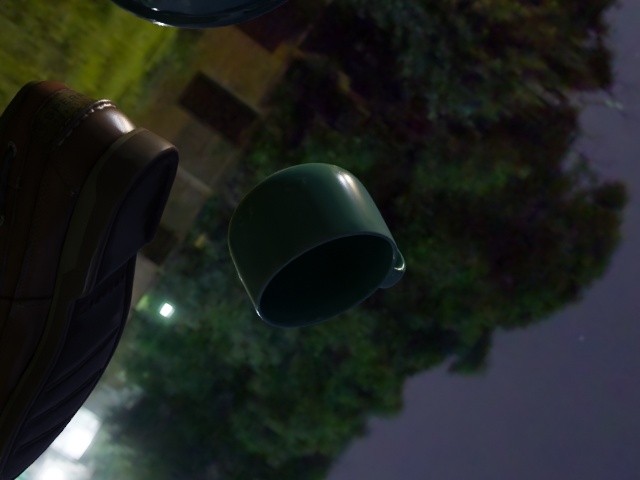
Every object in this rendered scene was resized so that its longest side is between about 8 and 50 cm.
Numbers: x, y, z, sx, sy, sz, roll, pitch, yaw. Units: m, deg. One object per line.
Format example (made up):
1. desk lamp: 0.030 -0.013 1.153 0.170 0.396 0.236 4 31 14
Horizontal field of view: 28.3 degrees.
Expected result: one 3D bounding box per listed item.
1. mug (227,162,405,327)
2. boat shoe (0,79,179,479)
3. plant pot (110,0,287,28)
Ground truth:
1. mug: -0.009 0.003 1.081 0.129 0.097 0.158 -29 151 2
2. boat shoe: -0.190 0.032 0.844 0.307 0.104 0.110 -62 169 29
3. plant pot: -0.152 -0.422 1.238 0.341 0.341 0.334 -55 168 -2
